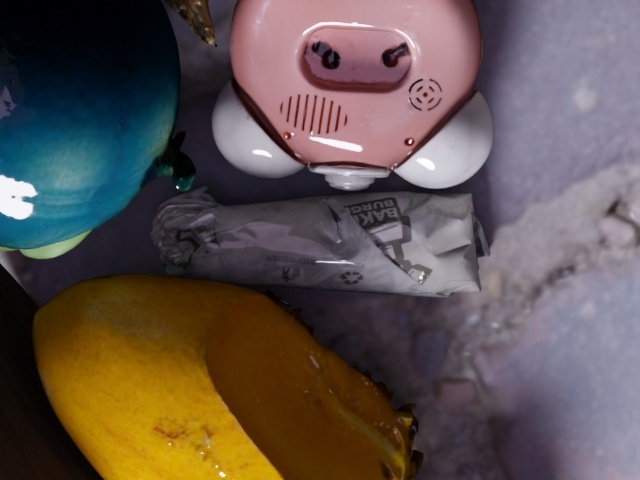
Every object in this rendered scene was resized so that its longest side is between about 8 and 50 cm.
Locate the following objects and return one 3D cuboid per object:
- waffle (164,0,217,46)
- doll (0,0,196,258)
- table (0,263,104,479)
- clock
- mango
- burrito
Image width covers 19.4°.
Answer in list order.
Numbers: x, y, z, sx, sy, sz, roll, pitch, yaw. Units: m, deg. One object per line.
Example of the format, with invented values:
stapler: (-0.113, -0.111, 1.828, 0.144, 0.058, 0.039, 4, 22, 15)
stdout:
waffle: (-0.117, -0.177, 1.087, 0.097, 0.023, 0.153, -12, 86, 7)
doll: (-0.213, -0.108, 1.037, 0.322, 0.198, 0.186, 26, 129, -4)
table: (-0.312, 0.158, 1.084, 0.249, 0.317, 0.317, -32, 98, 26)
clock: (0.019, -0.106, 1.074, 0.165, 0.093, 0.162, 3, 106, 4)
mango: (-0.059, 0.106, 1.103, 0.252, 0.126, 0.154, 30, 138, -2)
burrito: (0.000, -0.001, 1.115, 0.203, 0.064, 0.064, 2, 103, 4)
